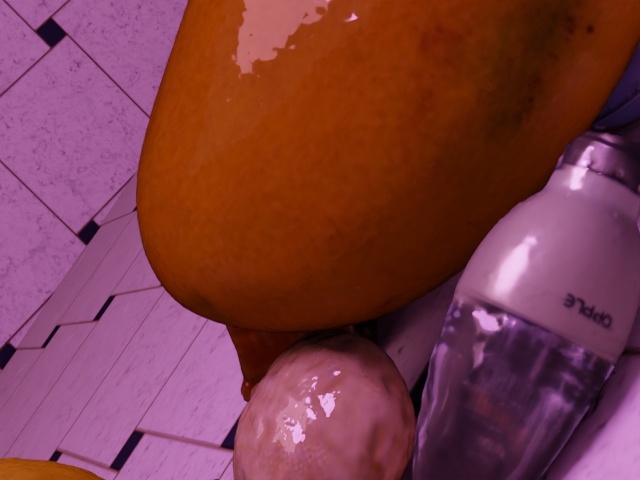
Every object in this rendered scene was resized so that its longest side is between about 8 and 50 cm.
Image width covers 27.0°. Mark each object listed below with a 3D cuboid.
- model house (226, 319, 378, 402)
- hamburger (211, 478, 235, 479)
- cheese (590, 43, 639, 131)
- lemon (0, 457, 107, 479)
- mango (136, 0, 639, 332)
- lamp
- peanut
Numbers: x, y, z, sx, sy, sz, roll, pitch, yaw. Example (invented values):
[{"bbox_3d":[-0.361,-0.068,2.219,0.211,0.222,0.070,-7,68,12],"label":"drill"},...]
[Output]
[{"bbox_3d":[0.000,-0.002,1.086,0.199,0.219,0.229,-21,70,17],"label":"model house"},{"bbox_3d":[-0.048,0.223,0.682,0.167,0.192,0.288,-48,12,-22],"label":"hamburger"},{"bbox_3d":[0.200,-0.113,0.940,0.244,0.052,0.135,-44,16,29],"label":"cheese"},{"bbox_3d":[-0.202,0.277,0.937,0.240,0.240,0.219,-55,-25,-10],"label":"lemon"},{"bbox_3d":[0.041,-0.133,0.868,0.300,0.232,0.446,38,95,31],"label":"mango"},{"bbox_3d":[0.114,0.057,0.731,0.250,0.101,0.101,-66,16,-4],"label":"lamp"},{"bbox_3d":[-0.001,0.128,0.876,0.140,0.109,0.159,-49,16,-12],"label":"peanut"}]
